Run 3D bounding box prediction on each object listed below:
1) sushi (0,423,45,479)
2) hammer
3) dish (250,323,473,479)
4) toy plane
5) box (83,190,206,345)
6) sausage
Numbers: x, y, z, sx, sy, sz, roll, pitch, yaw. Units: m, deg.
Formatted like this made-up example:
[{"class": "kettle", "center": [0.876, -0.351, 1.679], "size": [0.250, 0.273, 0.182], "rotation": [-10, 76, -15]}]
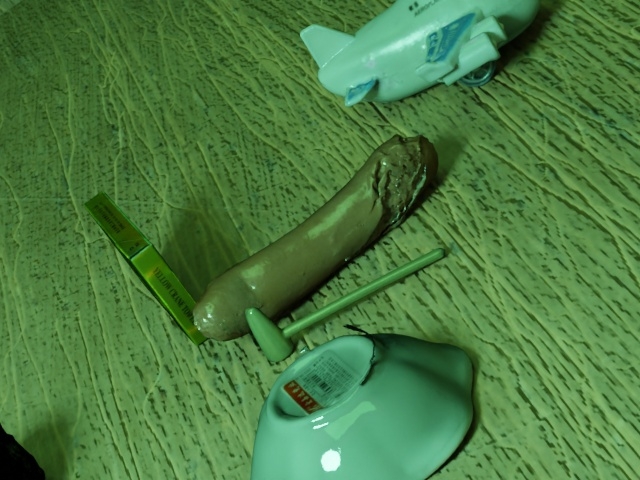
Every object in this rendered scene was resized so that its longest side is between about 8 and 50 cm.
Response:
[{"class": "sushi", "center": [-0.330, 0.251, 1.614], "size": [0.124, 0.127, 0.225], "rotation": [-27, 26, 17]}, {"class": "hammer", "center": [0.024, 0.045, 1.648], "size": [0.195, 0.060, 0.028], "rotation": [-28, 27, 2]}, {"class": "dish", "center": [0.016, 0.137, 1.468], "size": [0.229, 0.081, 0.229], "rotation": [-26, 28, 15]}, {"class": "toy plane", "center": [0.117, -0.233, 1.928], "size": [0.267, 0.123, 0.267], "rotation": [-24, 29, 14]}, {"class": "box", "center": [-0.177, 0.026, 1.819], "size": [0.030, 0.121, 0.193], "rotation": [-38, 27, -6]}, {"class": "sausage", "center": [-0.001, 0.000, 1.726], "size": [0.304, 0.078, 0.078], "rotation": [-40, 27, -15]}]
